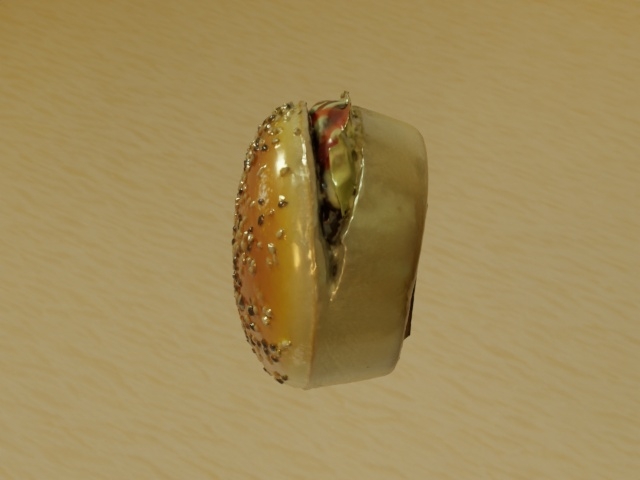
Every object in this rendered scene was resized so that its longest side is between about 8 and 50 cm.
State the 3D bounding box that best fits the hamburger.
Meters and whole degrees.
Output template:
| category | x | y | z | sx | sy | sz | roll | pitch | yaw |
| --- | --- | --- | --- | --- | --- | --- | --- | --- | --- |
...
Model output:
| category | x | y | z | sx | sy | sz | roll | pitch | yaw |
| --- | --- | --- | --- | --- | --- | --- | --- | --- | --- |
| hamburger | 0.000 | 0.000 | 0.851 | 0.300 | 0.176 | 0.300 | -174 | 90 | -84 |
